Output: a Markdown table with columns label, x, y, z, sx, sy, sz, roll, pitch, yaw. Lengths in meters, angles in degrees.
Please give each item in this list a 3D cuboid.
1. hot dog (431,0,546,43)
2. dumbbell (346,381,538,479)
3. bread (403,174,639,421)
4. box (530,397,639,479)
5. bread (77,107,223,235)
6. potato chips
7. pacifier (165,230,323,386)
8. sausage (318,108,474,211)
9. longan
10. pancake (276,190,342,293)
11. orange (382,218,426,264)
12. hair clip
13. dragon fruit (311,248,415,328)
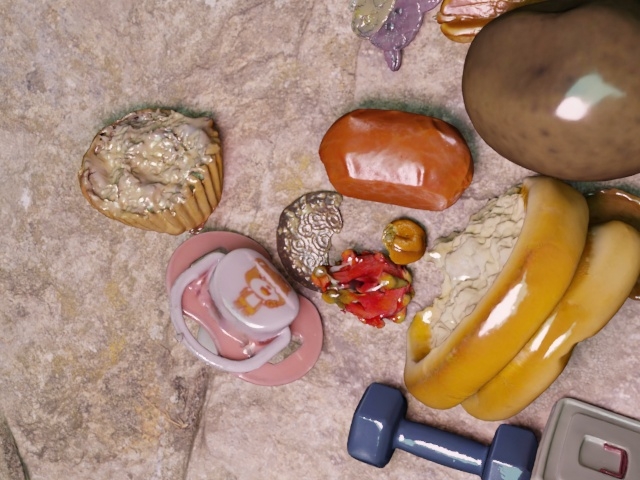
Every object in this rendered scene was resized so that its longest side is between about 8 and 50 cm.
| label | x | y | z | sx | sy | sz | roll | pitch | yaw |
| --- | --- | --- | --- | --- | --- | --- | --- | --- | --- |
| hot dog | 0.298 | -0.366 | 1.340 | 0.236 | 0.062 | 0.092 | 6 | 102 | 17 |
| dumbbell | 0.213 | 0.363 | 1.446 | 0.325 | 0.160 | 0.144 | 15 | 132 | 17 |
| bread | 0.305 | 0.100 | 1.337 | 0.245 | 0.329 | 0.424 | 23 | 115 | -21 |
| box | 0.430 | 0.404 | 1.303 | 0.194 | 0.294 | 0.167 | 16 | 115 | 19 |
| bread | -0.309 | -0.128 | 1.539 | 0.274 | 0.149 | 0.274 | -6 | 53 | 8 |
| potato chips | 0.494 | 0.001 | 1.331 | 0.202 | 0.049 | 0.150 | 36 | 117 | 13 |
| pacifier | -0.146 | 0.130 | 1.514 | 0.220 | 0.273 | 0.332 | -41 | 81 | -5 |
| sausage | 0.129 | -0.136 | 1.391 | 0.268 | 0.153 | 0.141 | 11 | 73 | 20 |
| longan | 0.374 | -0.223 | 1.203 | 0.350 | 0.288 | 0.288 | 13 | 104 | 40 |
| pancake | 0.000 | 0.000 | 1.536 | 0.184 | 0.020 | 0.190 | 39 | 111 | 11 |
| orange | 0.149 | 0.005 | 1.452 | 0.086 | 0.086 | 0.062 | 31 | 148 | 14 |
| hair clip | 0.126 | -0.405 | 1.404 | 0.146 | 0.056 | 0.187 | 44 | 113 | 17 |
| dragon fruit | 0.071 | 0.079 | 1.460 | 0.150 | 0.208 | 0.133 | 15 | 88 | 59 |
